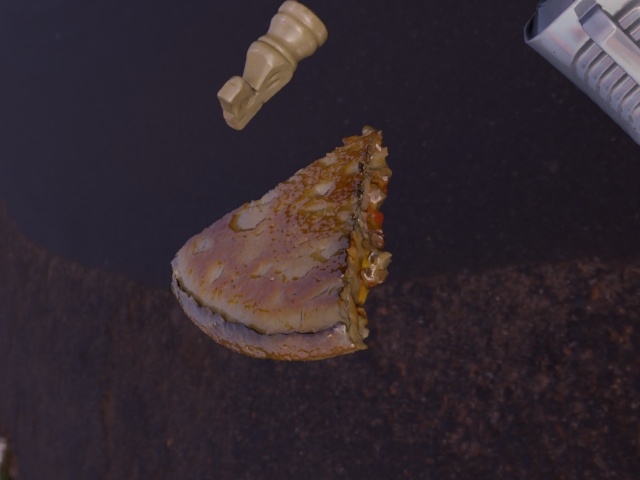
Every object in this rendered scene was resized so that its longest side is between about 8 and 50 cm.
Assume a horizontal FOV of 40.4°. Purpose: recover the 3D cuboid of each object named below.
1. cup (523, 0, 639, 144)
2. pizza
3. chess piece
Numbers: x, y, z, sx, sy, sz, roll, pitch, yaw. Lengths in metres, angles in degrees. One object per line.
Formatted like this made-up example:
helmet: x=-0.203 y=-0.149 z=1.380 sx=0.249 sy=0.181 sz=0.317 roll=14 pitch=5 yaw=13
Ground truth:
cup: x=0.223 y=-0.143 z=0.635 sx=0.095 sy=0.129 sz=0.128 roll=-45 pitch=9 yaw=25
pizza: x=0.000 y=0.000 z=1.253 sx=0.439 sy=0.130 sz=0.406 roll=14 pitch=57 yaw=50
chess piece: x=-0.080 y=-0.261 z=1.311 sx=0.200 sy=0.090 sz=0.090 roll=-53 pitch=22 yaw=-10
